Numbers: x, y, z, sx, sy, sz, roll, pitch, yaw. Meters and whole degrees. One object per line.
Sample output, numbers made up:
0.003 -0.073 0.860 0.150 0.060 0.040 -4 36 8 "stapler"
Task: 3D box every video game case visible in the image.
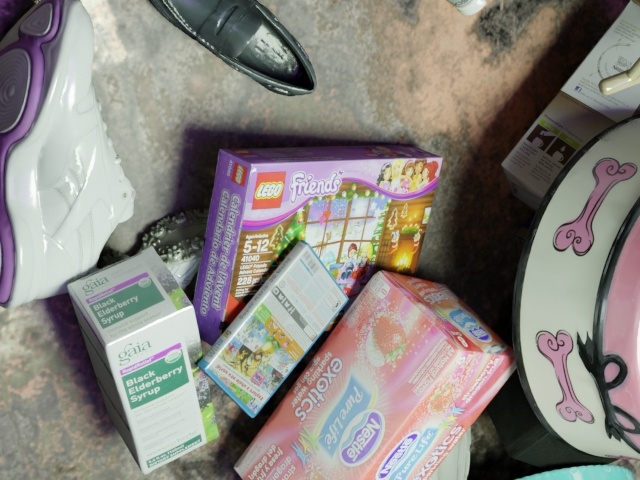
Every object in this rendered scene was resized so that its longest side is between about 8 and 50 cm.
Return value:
-0.046 0.093 1.241 0.166 0.015 0.119 -51 143 -13 "video game case"

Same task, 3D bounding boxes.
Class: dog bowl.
0.412 0.066 1.325 0.408 0.150 0.407 -8 105 -33 "dog bowl"

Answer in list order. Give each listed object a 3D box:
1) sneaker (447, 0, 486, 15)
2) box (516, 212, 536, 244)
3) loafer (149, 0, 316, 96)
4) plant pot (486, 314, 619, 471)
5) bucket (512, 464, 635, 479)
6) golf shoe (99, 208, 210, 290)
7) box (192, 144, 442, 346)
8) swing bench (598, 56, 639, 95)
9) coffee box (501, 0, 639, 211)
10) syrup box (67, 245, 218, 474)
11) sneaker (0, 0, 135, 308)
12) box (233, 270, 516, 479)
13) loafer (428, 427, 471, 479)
0.168 -0.331 1.292 0.075 0.063 0.170 9 110 -39 "sneaker"
0.367 -0.043 1.548 0.225 0.036 0.136 -47 126 -6 "box"
-0.086 -0.217 1.185 0.223 0.078 0.076 35 90 -36 "loafer"
0.315 0.195 1.528 0.187 0.188 0.167 23 120 -35 "plant pot"
0.313 0.416 1.555 0.281 0.183 0.281 -9 153 -5 "bucket"
-0.164 0.032 1.268 0.176 0.069 0.086 -29 139 -10 "golf shoe"
0.000 0.000 1.298 0.293 0.057 0.200 -6 114 -44 "box"
0.383 -0.322 1.282 0.255 0.253 0.165 -15 159 -22 "swing bench"
0.332 -0.141 1.413 0.246 0.098 0.141 -52 162 0 "coffee box"
-0.177 0.127 1.225 0.093 0.096 0.236 -26 143 -19 "syrup box"
-0.248 -0.086 1.148 0.152 0.114 0.305 -6 118 -43 "sneaker"
0.063 0.196 1.353 0.154 0.142 0.300 15 115 -53 "box"
0.135 0.241 1.505 0.111 0.112 0.319 -34 131 -58 "loafer"
